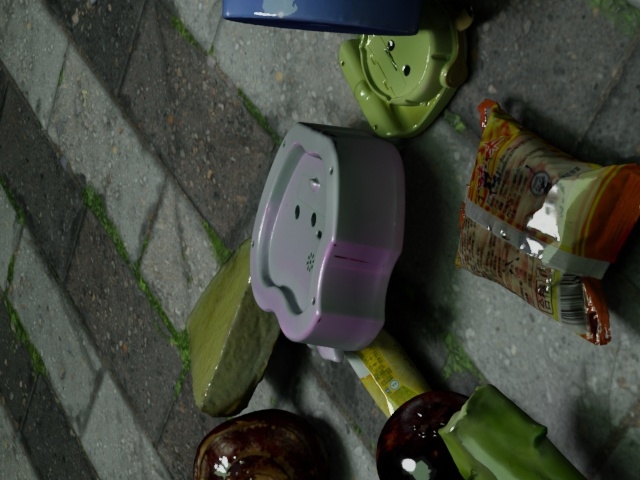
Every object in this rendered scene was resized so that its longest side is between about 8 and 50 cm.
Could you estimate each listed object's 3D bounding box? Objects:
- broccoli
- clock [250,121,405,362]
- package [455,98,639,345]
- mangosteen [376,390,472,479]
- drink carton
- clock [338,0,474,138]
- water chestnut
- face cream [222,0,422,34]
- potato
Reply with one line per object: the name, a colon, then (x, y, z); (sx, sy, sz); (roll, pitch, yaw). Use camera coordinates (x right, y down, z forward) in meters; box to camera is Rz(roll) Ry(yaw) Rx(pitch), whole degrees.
broccoli: (0.309, 0.319, 1.115); (0.353, 0.275, 0.397); (-18, 70, 23)
clock: (0.000, 0.000, 1.485); (0.338, 0.102, 0.339); (-171, 90, -68)
package: (0.252, -0.029, 1.244); (0.288, 0.108, 0.223); (30, 115, 49)
mangosteen: (0.158, 0.294, 1.361); (0.199, 0.199, 0.200); (8, 100, 51)
drink carton: (0.085, 0.171, 1.495); (0.074, 0.084, 0.200); (-41, 57, 10)
clock: (0.125, -0.260, 1.406); (0.232, 0.069, 0.170); (-49, 57, 42)
water chestnut: (-0.092, 0.371, 1.659); (0.223, 0.238, 0.224); (0, 92, 16)
face cream: (0.008, -0.372, 1.293); (0.249, 0.249, 0.225); (13, 101, 50)
potato: (-0.109, 0.119, 1.699); (0.255, 0.112, 0.269); (-60, 24, 20)
